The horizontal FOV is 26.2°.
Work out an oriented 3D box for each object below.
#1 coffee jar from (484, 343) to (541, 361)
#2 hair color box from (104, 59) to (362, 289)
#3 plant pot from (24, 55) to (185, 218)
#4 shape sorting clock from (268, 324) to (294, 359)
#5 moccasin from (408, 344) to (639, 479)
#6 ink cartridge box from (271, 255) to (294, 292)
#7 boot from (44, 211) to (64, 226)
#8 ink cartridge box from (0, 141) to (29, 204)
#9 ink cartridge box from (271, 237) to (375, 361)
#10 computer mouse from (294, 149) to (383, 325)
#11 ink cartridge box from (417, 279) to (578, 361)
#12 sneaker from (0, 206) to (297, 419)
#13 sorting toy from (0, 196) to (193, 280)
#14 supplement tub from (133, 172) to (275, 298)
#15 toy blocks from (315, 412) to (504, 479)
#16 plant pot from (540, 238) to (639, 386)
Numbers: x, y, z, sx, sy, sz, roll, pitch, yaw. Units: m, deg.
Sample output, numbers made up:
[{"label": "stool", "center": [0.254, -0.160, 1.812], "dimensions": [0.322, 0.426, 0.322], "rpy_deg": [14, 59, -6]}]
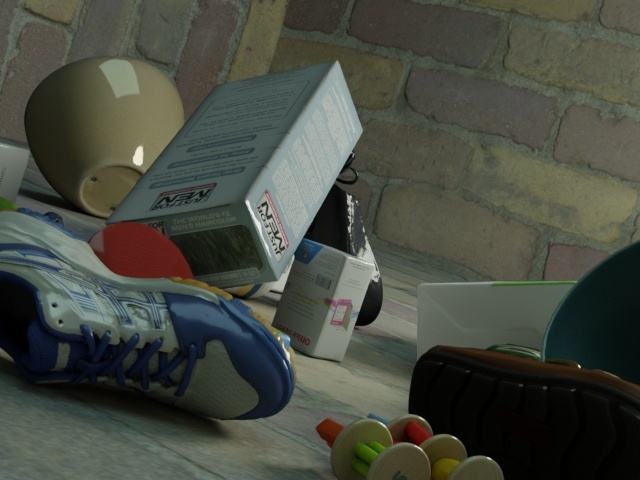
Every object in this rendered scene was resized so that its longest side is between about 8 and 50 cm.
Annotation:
[{"label": "coffee jar", "center": [0.208, 0.159, 1.519], "dimensions": [0.096, 0.079, 0.184], "rpy_deg": [10, 3, 15]}, {"label": "hair color box", "center": [-0.094, -0.082, 1.693], "dimensions": [0.185, 0.114, 0.374], "rpy_deg": [-9, 27, 24]}, {"label": "plant pot", "center": [-0.364, -0.151, 2.385], "dimensions": [0.284, 0.284, 0.191], "rpy_deg": [14, 39, -28]}, {"label": "shape sorting clock", "center": [-0.124, 0.086, 1.431], "dimensions": [0.206, 0.040, 0.206], "rpy_deg": [20, 2, -1]}, {"label": "moccasin", "center": [0.229, 0.174, 1.147], "dimensions": [0.147, 0.139, 0.380], "rpy_deg": [4, 1, -31]}, {"label": "ink cartridge box", "center": [-0.125, 0.012, 2.092], "dimensions": [0.217, 0.092, 0.158], "rpy_deg": [16, 4, -32]}, {"label": "boot", "center": [-0.287, 0.009, 1.341], "dimensions": [0.086, 0.069, 0.190], "rpy_deg": [-13, 2, -7]}, {"label": "ink cartridge box", "center": [-0.517, -0.095, 1.669], "dimensions": [0.309, 0.130, 0.272], "rpy_deg": [19, 4, 33]}, {"label": "ink cartridge box", "center": [0.000, 0.070, 1.600], "dimensions": [0.052, 0.122, 0.088], "rpy_deg": [18, 3, -40]}, {"label": "computer mouse", "center": [0.000, 0.000, 1.905], "dimensions": [0.072, 0.272, 0.188], "rpy_deg": [-25, 9, -42]}, {"label": "ink cartridge box", "center": [0.269, 0.111, 1.786], "dimensions": [0.207, 0.119, 0.353], "rpy_deg": [-2, -2, 20]}, {"label": "sneaker", "center": [-0.168, 0.082, 1.070], "dimensions": [0.296, 0.112, 0.131], "rpy_deg": [21, 29, 10]}, {"label": "sorting toy", "center": [-0.299, 0.037, 1.211], "dimensions": [0.365, 0.127, 0.126], "rpy_deg": [11, -23, -31]}, {"label": "supplement tub", "center": [-0.155, -0.009, 1.860], "dimensions": [0.199, 0.144, 0.144], "rpy_deg": [15, 4, -25]}, {"label": "toy blocks", "center": [0.050, 0.160, 1.047], "dimensions": [0.123, 0.054, 0.148], "rpy_deg": [15, 4, -30]}, {"label": "plant pot", "center": [0.399, 0.147, 1.419], "dimensions": [0.290, 0.290, 0.195], "rpy_deg": [22, -30, 53]}]
